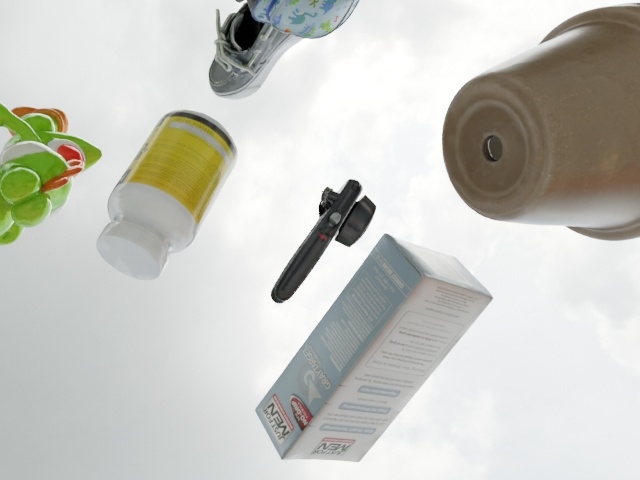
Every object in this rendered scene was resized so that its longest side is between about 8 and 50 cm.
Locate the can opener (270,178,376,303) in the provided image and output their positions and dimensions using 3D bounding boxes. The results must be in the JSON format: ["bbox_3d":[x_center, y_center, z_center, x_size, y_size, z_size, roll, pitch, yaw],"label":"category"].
[{"bbox_3d":[0.000,0.000,0.918,0.073,0.059,0.186,36,-114,4],"label":"can opener"}]

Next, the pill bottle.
[{"bbox_3d":[-0.169,-0.051,0.836,0.103,0.103,0.184,26,-125,-4],"label":"pill bottle"}]

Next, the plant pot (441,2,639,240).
[{"bbox_3d":[0.262,-0.114,0.806,0.229,0.263,0.262,-13,-103,-33],"label":"plant pot"}]

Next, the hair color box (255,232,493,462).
[{"bbox_3d":[0.080,0.182,1.200,0.185,0.374,0.113,18,-156,-42],"label":"hair color box"}]

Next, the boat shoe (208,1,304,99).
[{"bbox_3d":[-0.115,-0.313,1.189,0.105,0.306,0.113,-4,-100,-38],"label":"boat shoe"}]

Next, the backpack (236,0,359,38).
[{"bbox_3d":[-0.011,-0.261,0.784,0.114,0.105,0.084,0,-129,-41],"label":"backpack"}]

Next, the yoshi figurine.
[{"bbox_3d":[-0.484,-0.102,1.176,0.204,0.362,0.203,35,-82,-22],"label":"yoshi figurine"}]
